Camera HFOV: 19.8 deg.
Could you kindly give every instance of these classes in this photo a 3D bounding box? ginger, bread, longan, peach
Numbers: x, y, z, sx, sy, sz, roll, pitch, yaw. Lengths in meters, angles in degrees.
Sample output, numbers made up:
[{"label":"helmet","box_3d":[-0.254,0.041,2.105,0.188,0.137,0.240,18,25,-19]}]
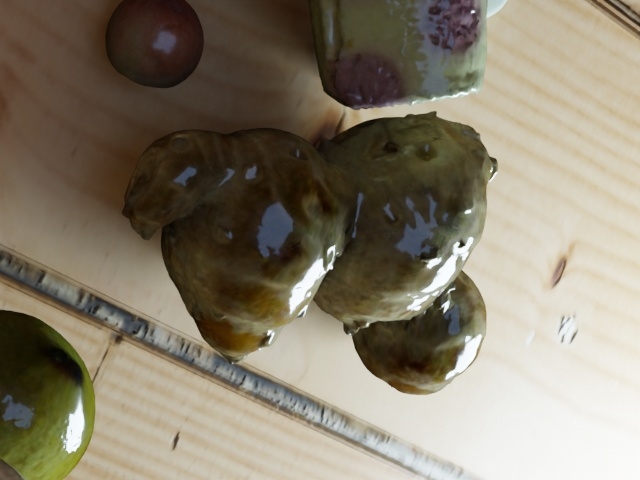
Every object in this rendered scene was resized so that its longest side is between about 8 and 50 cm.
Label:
[{"label":"ginger","box_3d":[0.000,0.000,1.565,0.375,0.176,0.256,10,108,-34]},{"label":"bread","box_3d":[0.056,-0.284,1.534,0.155,0.187,0.338,-8,103,-2]},{"label":"longan","box_3d":[-0.261,0.133,1.436,0.176,0.145,0.154,-30,92,16]},{"label":"peach","box_3d":[-0.135,-0.166,1.498,0.083,0.083,0.083,-6,101,-33]}]

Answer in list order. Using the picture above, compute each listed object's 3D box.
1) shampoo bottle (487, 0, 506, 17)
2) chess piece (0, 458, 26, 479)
[{"label":"shampoo bottle","box_3d":[0.145,-0.237,1.695,0.152,0.045,0.077,-6,101,-34]},{"label":"chess piece","box_3d":[-0.247,0.300,1.417,0.167,0.167,0.299,-45,147,-19]}]
